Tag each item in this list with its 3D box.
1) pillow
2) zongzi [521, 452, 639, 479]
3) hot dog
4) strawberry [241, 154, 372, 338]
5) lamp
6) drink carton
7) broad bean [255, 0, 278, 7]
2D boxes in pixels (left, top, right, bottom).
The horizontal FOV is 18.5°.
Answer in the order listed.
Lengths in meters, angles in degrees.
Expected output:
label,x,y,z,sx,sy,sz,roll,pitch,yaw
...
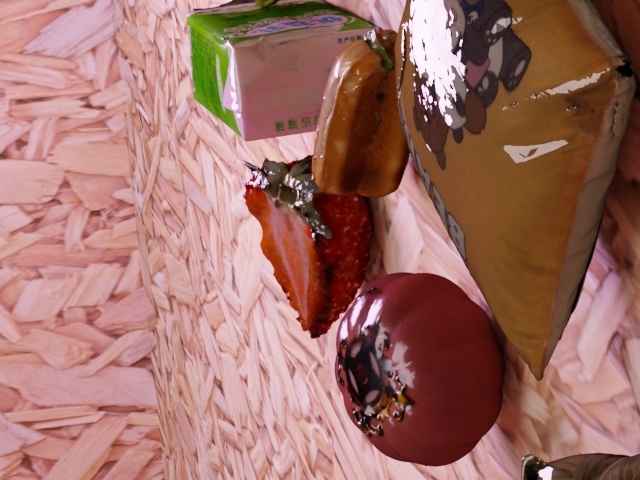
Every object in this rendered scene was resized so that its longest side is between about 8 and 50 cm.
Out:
label,x,y,z,sx,sy,sz,roll,pitch,yaw
pillow,0.137,-0.109,1.470,0.312,0.119,0.310,97,155,-47
zongzi,0.230,0.242,1.355,0.204,0.094,0.204,-19,67,52
hot dog,0.049,-0.125,1.861,0.250,0.104,0.076,99,168,-57
strawberry,0.009,0.010,2.152,0.174,0.098,0.228,27,140,54
lamp,0.096,0.115,1.790,0.182,0.140,0.182,23,118,53
drink carton,-0.047,-0.188,2.078,0.271,0.161,0.108,-140,42,-69
broad bean,-0.043,-0.335,2.080,0.124,0.082,0.174,-118,35,-60
